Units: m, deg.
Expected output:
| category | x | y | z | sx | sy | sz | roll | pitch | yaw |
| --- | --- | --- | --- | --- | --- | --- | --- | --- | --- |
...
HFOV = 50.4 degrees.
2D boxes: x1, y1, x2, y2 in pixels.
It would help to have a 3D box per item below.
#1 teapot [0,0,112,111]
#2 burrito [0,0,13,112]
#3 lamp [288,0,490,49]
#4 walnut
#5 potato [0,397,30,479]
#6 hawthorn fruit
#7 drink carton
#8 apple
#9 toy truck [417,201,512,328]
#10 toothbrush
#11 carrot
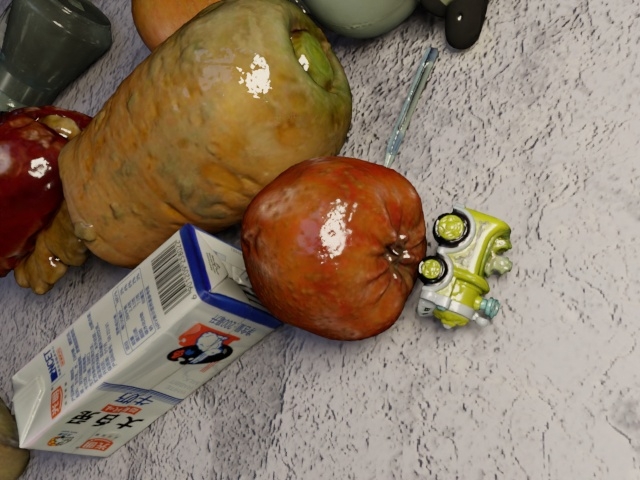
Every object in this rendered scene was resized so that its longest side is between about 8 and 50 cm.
| category | x | y | z | sx | sy | sz | roll | pitch | yaw |
| --- | --- | --- | --- | --- | --- | --- | --- | --- | --- |
| teapot | -0.489 | -0.331 | 1.191 | 0.225 | 0.171 | 0.203 | -50 | 39 | 16 |
| burrito | -0.585 | -0.396 | 1.327 | 0.445 | 0.101 | 0.139 | -48 | 39 | 13 |
| lamp | 0.078 | -0.316 | 0.748 | 0.244 | 0.198 | 0.197 | 20 | 83 | 19 |
| walnut | -0.395 | -0.049 | 0.970 | 0.244 | 0.222 | 0.269 | 43 | 114 | 19 |
| potato | -0.572 | 0.281 | 0.916 | 0.211 | 0.264 | 0.189 | -51 | 40 | 0 |
| hawthorn fruit | 0.000 | 0.000 | 0.658 | 0.200 | 0.179 | 0.179 | 18 | 82 | 41 |
| drink carton | -0.206 | 0.129 | 0.786 | 0.315 | 0.130 | 0.106 | -39 | 51 | 17 |
| apple | -0.121 | -0.305 | 0.873 | 0.235 | 0.173 | 0.210 | -14 | 19 | 42 |
| toy truck | 0.132 | 0.028 | 0.618 | 0.077 | 0.076 | 0.111 | 19 | 81 | 19 |
| toothbrush | 0.084 | -0.115 | 0.750 | 0.019 | 0.016 | 0.219 | 17 | 82 | 49 |
| carrot | -0.134 | -0.118 | 0.776 | 0.341 | 0.224 | 0.224 | -27 | 56 | 28 |
